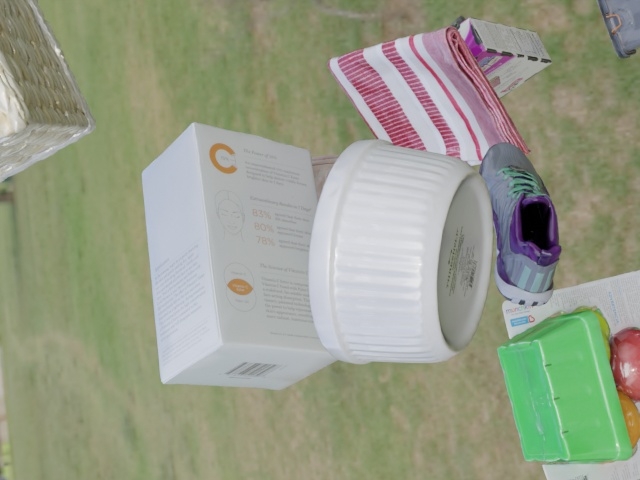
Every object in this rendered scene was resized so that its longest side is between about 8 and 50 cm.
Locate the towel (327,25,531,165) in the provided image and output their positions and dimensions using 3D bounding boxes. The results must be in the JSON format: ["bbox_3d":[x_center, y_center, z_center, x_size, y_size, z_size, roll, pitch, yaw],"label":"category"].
[{"bbox_3d":[0.158,-0.211,1.640,0.237,0.037,0.329,54,155,-20],"label":"towel"}]

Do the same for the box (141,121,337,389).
[{"bbox_3d":[-0.121,0.029,1.539,0.168,0.215,0.345,-34,55,44],"label":"box"}]

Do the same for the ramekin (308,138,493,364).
[{"bbox_3d":[0.081,0.014,0.939,0.207,0.109,0.207,5,-90,-65],"label":"ramekin"}]

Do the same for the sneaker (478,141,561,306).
[{"bbox_3d":[0.228,-0.041,1.129,0.098,0.083,0.223,103,167,-50],"label":"sneaker"}]

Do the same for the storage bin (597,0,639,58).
[{"bbox_3d":[0.579,-0.416,1.919,0.091,0.098,0.135,-20,90,37],"label":"storage bin"}]

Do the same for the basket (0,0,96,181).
[{"bbox_3d":[-0.507,-0.213,1.250,0.266,0.328,0.331,-67,-48,-85],"label":"basket"}]

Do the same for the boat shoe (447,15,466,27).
[{"bbox_3d":[0.208,-0.372,2.089,0.073,0.223,0.080,60,-171,-2],"label":"boat shoe"}]

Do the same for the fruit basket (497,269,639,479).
[{"bbox_3d":[0.459,0.226,1.679,0.165,0.353,0.327,-22,80,53],"label":"fruit basket"}]

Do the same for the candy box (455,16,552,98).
[{"bbox_3d":[0.273,-0.304,1.802,0.159,0.233,0.071,-33,71,36],"label":"candy box"}]

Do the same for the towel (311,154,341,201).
[{"bbox_3d":[0.000,0.000,2.010,0.053,0.317,0.332,18,107,31],"label":"towel"}]
